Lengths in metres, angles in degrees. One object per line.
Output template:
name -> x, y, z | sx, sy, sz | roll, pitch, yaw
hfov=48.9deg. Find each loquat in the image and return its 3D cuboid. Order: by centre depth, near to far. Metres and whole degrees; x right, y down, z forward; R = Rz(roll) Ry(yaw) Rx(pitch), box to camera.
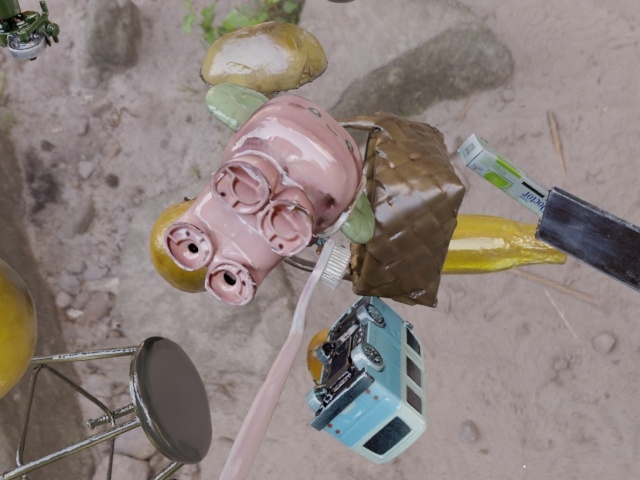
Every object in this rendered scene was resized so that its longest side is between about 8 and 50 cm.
loquat -> -0.314, 0.006, 1.862 | 0.274, 0.275, 0.275 | -5, 72, 15

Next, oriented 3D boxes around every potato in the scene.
potato -> -0.112, -0.354, 1.357 | 0.261, 0.100, 0.120 | -5, 45, -2

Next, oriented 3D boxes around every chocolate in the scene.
chocolate -> 0.325, 0.016, 1.588 | 0.445, 0.162, 0.162 | 2, 73, 5

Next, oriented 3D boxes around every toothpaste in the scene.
toothpaste -> 0.491, -0.153, 1.792 | 0.067, 0.336, 0.081 | -47, 32, 26

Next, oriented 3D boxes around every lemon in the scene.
lemon -> -0.598, 0.142, 1.117 | 0.297, 0.297, 0.297 | -5, 72, 15

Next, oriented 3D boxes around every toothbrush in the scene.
toothbrush -> -0.027, 0.103, 0.581 | 0.029, 0.025, 0.307 | 27, 45, -1

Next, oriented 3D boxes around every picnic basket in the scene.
picnic basket -> 0.048, -0.067, 1.151 | 0.337, 0.337, 0.293 | 19, 117, 21

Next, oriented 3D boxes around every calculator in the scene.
calculator -> 0.541, 0.004, 1.344 | 0.261, 0.161, 0.021 | 32, 61, 25

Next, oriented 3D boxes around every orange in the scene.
orange -> 0.048, 0.238, 1.360 | 0.134, 0.157, 0.156 | -23, 59, -39

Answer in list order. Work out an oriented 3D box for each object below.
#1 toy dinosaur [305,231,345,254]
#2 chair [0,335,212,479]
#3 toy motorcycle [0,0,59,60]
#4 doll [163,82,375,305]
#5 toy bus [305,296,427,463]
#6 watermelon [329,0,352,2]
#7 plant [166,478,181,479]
toy dinosaur -> 0.000, 0.000, 1.689 | 0.055, 0.154, 0.049 | -39, 43, 36
chair -> -0.499, 0.436, 1.659 | 0.410, 0.362, 0.365 | -24, 42, 11
toy motorcycle -> -0.649, -0.489, 1.422 | 0.275, 0.205, 0.127 | 31, 55, 26
doll -> -0.055, -0.074, 0.890 | 0.284, 0.268, 0.216 | 44, 116, -8
toy bus -> 0.087, 0.213, 1.123 | 0.164, 0.271, 0.133 | 39, 112, -11
watermelon -> 0.056, -0.745, 1.874 | 0.188, 0.188, 0.215 | 7, 108, 18
plant -> -0.200, 0.368, 0.791 | 0.164, 0.256, 0.142 | -41, 69, 11
